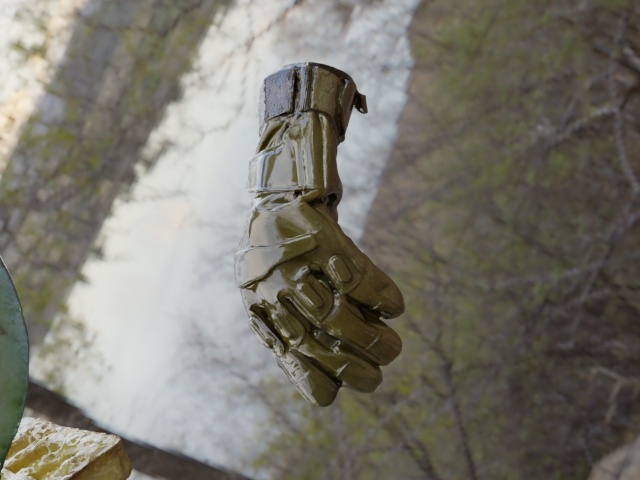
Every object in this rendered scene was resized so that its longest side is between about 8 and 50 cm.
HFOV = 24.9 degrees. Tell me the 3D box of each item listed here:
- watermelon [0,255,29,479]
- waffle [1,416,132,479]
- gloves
[{"bbox_3d":[-0.310,0.055,0.912,0.213,0.320,0.289,-32,-8,-45],"label":"watermelon"},{"bbox_3d":[-0.314,0.252,1.487,0.168,0.057,0.274,-33,16,-28],"label":"waffle"},{"bbox_3d":[-0.012,-0.003,1.418,0.154,0.141,0.331,-11,78,45],"label":"gloves"}]
